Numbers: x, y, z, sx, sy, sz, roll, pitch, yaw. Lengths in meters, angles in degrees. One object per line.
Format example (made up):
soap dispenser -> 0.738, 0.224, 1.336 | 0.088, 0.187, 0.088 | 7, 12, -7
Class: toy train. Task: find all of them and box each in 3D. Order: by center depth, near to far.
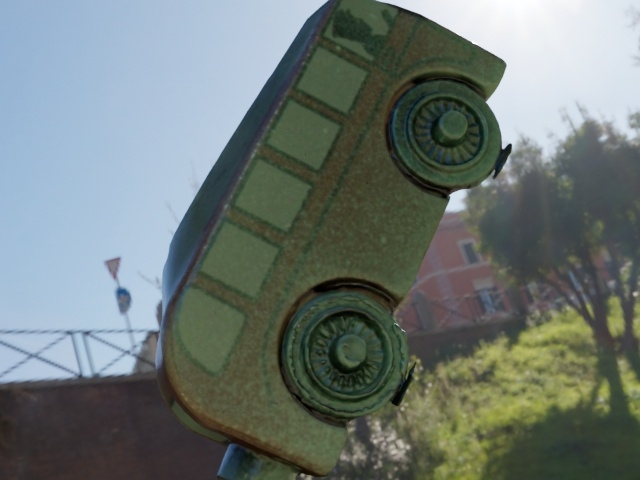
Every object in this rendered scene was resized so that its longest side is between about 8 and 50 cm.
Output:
toy train -> 0.000, 0.000, 0.526 | 0.159, 0.326, 0.129 | 26, -18, -3
